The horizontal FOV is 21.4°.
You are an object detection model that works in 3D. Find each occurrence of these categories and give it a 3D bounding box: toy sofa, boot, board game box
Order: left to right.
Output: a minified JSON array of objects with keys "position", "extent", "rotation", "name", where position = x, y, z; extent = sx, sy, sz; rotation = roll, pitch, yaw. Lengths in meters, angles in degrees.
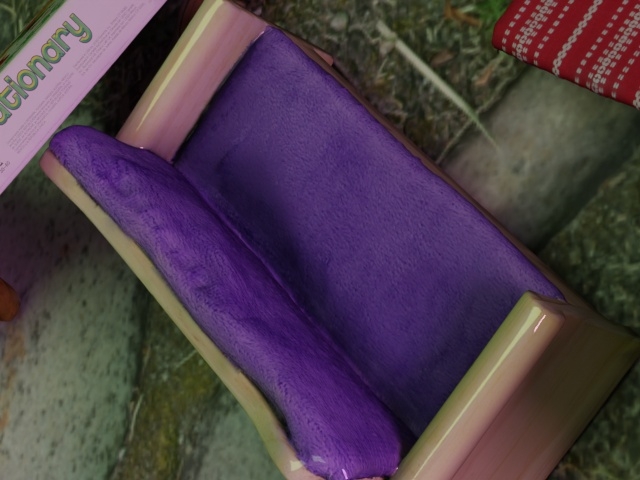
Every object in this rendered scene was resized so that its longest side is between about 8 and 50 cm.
[{"position":[-0.193,-0.112,1.151],"extent":[0.193,0.053,0.305],"rotation":[-26,24,53],"name":"board game box"},{"position":[-0.113,-0.117,1.233],"extent":[0.087,0.042,0.118],"rotation":[-24,54,41],"name":"boot"},{"position":[0.000,0.000,1.007],"extent":[0.150,0.177,0.362],"rotation":[-55,49,13],"name":"toy sofa"}]

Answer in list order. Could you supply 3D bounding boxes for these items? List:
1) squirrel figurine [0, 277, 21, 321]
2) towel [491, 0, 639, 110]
[{"position":[-0.413,0.015,1.339],"extent":[0.370,0.281,0.397],"rotation":[27,109,32],"name":"squirrel figurine"},{"position":[0.244,-0.141,0.914],"extent":[0.275,0.031,0.199],"rotation":[30,81,42],"name":"towel"}]
